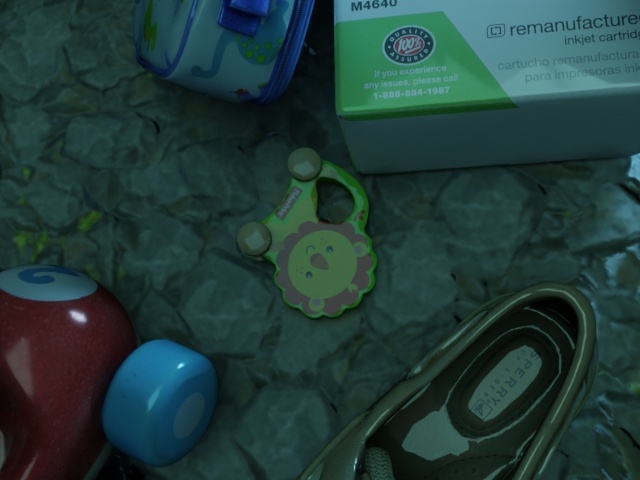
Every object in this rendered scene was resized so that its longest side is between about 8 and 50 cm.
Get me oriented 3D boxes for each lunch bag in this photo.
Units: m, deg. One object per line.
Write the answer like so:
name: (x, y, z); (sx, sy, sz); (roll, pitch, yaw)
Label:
lunch bag: (-0.050, -0.199, 0.546); (0.090, 0.176, 0.218); (12, 100, -24)

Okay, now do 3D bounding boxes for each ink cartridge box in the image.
ink cartridge box: (0.110, -0.195, 0.573); (0.199, 0.115, 0.272); (-4, 74, 9)

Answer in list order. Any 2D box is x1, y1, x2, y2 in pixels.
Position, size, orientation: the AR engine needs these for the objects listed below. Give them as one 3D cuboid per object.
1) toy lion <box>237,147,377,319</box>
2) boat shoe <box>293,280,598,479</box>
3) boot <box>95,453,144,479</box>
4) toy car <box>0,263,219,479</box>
toy lion: (0.000, 0.000, 0.586); (0.096, 0.034, 0.100); (31, 82, 9)
boat shoe: (0.035, 0.159, 0.493); (0.122, 0.110, 0.341); (36, 83, 16)
boot: (-0.161, 0.202, 0.550); (0.099, 0.045, 0.121); (-7, 68, 11)
toy car: (-0.216, 0.079, 0.466); (0.219, 0.238, 0.210); (19, 69, 24)
